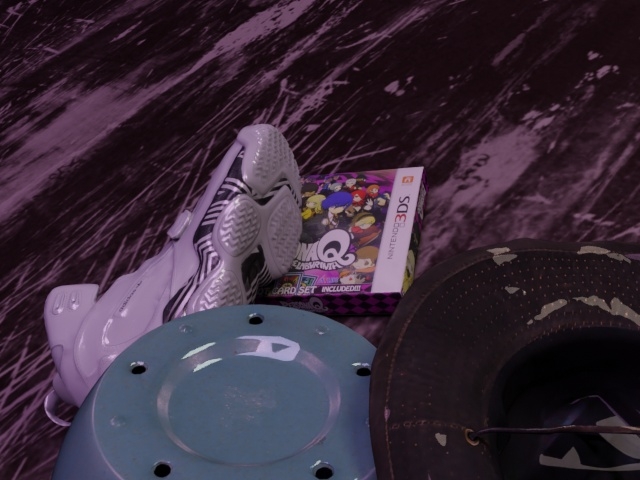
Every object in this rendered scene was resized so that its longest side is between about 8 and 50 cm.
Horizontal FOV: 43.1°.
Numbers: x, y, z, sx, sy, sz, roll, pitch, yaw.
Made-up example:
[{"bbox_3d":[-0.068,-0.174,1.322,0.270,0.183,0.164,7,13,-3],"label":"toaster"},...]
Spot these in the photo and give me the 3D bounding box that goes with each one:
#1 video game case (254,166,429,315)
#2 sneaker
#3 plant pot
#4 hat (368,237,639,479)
[{"bbox_3d":[0.000,0.000,0.947,0.232,0.041,0.210,-2,42,19],"label":"video game case"},{"bbox_3d":[-0.156,0.038,0.839,0.210,0.137,0.365,2,64,26],"label":"sneaker"},{"bbox_3d":[-0.046,0.187,0.534,0.293,0.235,0.293,1,33,-1],"label":"plant pot"},{"bbox_3d":[0.176,0.147,0.456,0.331,0.134,0.331,0,43,0],"label":"hat"}]
